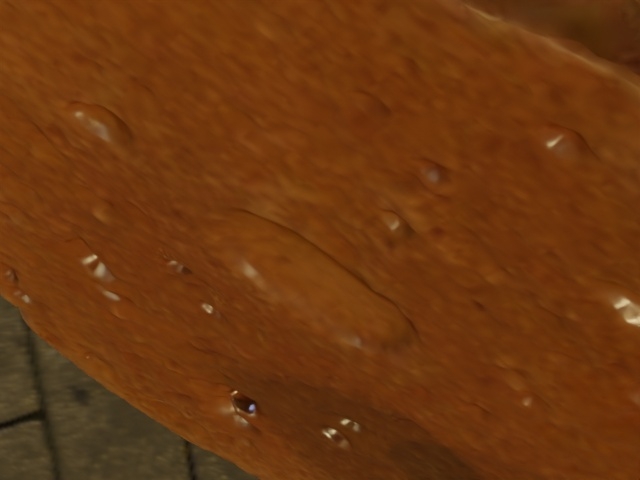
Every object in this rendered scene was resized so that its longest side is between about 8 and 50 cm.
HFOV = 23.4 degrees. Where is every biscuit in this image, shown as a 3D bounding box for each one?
[{"bbox_3d":[0.000,-0.001,0.544,0.350,0.455,0.078,30,67,-9],"label":"biscuit"}]
